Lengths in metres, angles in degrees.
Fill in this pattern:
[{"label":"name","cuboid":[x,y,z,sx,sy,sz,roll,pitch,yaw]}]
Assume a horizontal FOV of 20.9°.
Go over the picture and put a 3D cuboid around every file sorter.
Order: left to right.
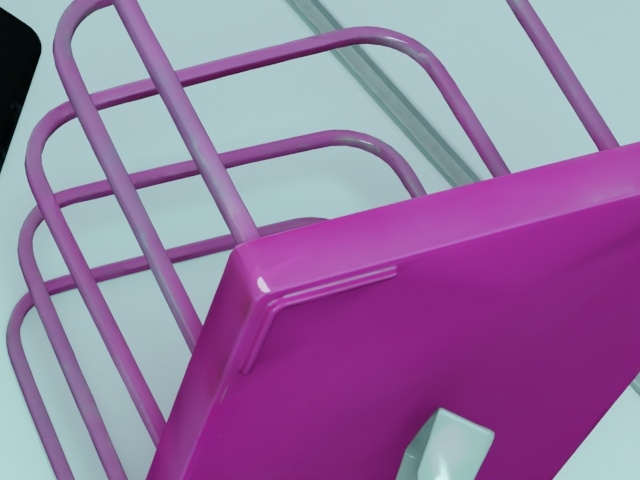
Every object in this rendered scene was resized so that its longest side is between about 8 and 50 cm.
[{"label":"file sorter","cuboid":[0.000,0.000,0.665,0.202,0.291,0.182,-15,62,-25]}]

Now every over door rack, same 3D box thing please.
[{"label":"over door rack","cuboid":[0.076,0.255,0.602,0.239,0.108,0.324,25,85,-2]}]

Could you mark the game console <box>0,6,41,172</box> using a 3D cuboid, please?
[{"label":"game console","cuboid":[-0.203,-0.069,0.806,0.107,0.071,0.122,0,54,17]}]
